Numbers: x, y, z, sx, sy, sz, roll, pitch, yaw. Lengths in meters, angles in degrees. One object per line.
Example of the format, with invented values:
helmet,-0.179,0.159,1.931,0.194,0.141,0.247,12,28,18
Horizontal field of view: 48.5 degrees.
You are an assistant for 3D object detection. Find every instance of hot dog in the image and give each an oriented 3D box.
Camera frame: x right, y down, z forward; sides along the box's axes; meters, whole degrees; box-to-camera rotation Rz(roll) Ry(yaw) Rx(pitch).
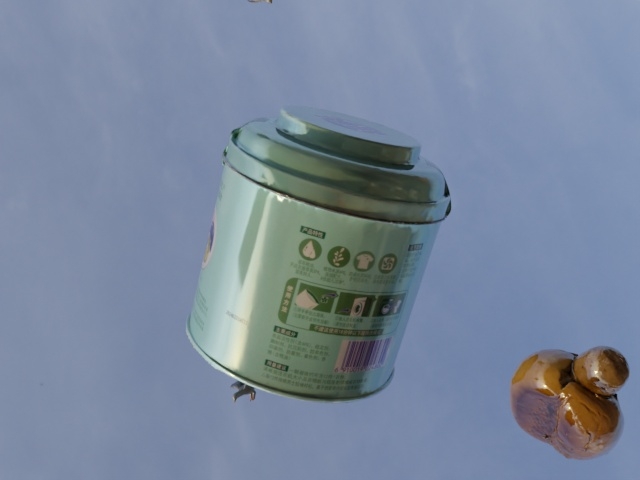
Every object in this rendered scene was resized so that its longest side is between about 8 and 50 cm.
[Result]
hot dog,0.191,0.121,0.546,0.060,0.140,0.090,-43,-125,-14

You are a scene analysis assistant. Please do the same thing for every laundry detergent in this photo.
laundry detergent,0.000,0.000,0.903,0.288,0.287,0.305,9,-72,-19

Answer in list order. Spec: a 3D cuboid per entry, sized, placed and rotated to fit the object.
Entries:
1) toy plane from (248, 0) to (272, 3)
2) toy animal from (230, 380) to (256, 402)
toy plane,-0.102,-0.347,0.756,0.088,0.262,0.192,-21,-68,-33
toy animal,-0.098,0.200,0.951,0.028,0.084,0.050,43,-133,-17
